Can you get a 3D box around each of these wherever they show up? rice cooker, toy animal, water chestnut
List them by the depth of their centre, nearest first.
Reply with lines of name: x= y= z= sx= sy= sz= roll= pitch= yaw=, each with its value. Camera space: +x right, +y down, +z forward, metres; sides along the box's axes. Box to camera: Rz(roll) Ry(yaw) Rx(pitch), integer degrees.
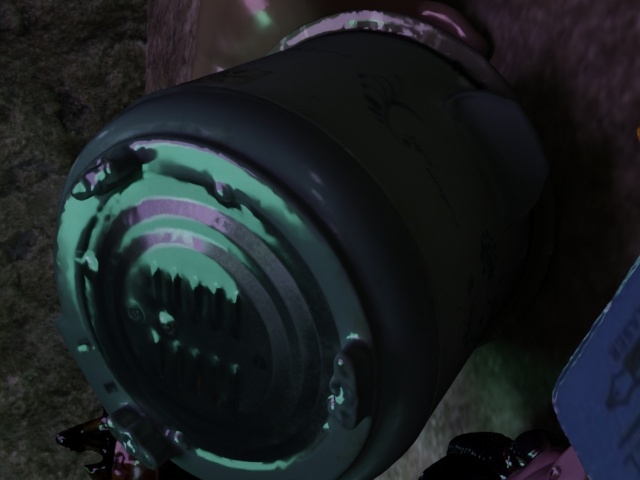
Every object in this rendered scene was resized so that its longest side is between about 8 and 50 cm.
rice cooker: x=0.000 y=0.000 z=0.507 sx=0.264 sy=0.316 sz=0.316 roll=60 pitch=160 yaw=-6
toy animal: x=-0.010 y=-0.136 z=0.701 sx=0.237 sy=0.269 sz=0.326 roll=-119 pitch=5 yaw=-57
water chestnut: x=-0.286 y=0.320 z=1.280 sx=0.300 sy=0.299 sz=0.300 roll=-176 pitch=90 yaw=-70

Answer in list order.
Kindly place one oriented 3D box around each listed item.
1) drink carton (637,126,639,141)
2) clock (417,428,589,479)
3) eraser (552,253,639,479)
drink carton: x=0.198 y=0.035 z=0.288 sx=0.096 sy=0.070 sz=0.223 roll=132 pitch=137 yaw=-59
clock: x=0.123 y=0.200 z=0.426 sx=0.195 sy=0.100 sz=0.194 roll=143 pitch=126 yaw=-66
eraser: x=0.153 y=0.011 z=0.257 sx=0.082 sy=0.036 sz=0.225 roll=-109 pitch=29 yaw=-47
